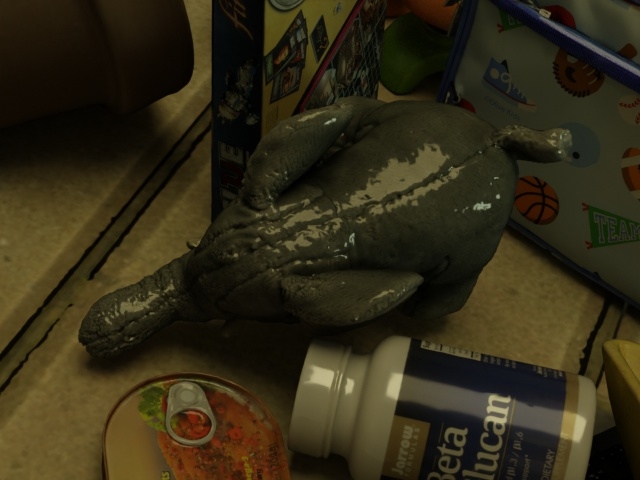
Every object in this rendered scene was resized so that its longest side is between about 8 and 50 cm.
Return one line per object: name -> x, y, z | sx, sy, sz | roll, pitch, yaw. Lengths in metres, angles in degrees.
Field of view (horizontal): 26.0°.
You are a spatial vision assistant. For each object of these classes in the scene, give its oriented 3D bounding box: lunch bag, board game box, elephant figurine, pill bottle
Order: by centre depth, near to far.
pill bottle -> 0.070, 0.109, 0.821 | 0.169, 0.094, 0.094 | 12, 44, 5
elephant figurine -> 0.000, 0.000, 0.851 | 0.169, 0.186, 0.239 | 34, 35, 32
board game box -> -0.011, -0.139, 0.943 | 0.042, 0.243, 0.165 | 24, 44, 22
lunch bag -> 0.219, -0.089, 0.955 | 0.303, 0.243, 0.115 | 34, 47, 18

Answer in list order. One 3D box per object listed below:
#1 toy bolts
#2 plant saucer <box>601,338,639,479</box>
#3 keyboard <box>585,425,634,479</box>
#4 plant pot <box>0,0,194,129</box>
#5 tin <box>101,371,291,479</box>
toy bolts -> 0.032, -0.232, 1.109 | 0.229, 0.158, 0.218 | -3, 47, -18
plant saucer -> 0.320, 0.195, 0.727 | 0.333, 0.081, 0.333 | 18, 18, -11
keyboard -> 0.241, 0.139, 0.881 | 0.192, 0.038, 0.100 | -19, 53, -29
plant pot -> -0.247, -0.172, 0.940 | 0.229, 0.263, 0.263 | -28, 57, -15
tin -> -0.068, 0.157, 0.782 | 0.106, 0.040, 0.189 | 3, 45, -18
